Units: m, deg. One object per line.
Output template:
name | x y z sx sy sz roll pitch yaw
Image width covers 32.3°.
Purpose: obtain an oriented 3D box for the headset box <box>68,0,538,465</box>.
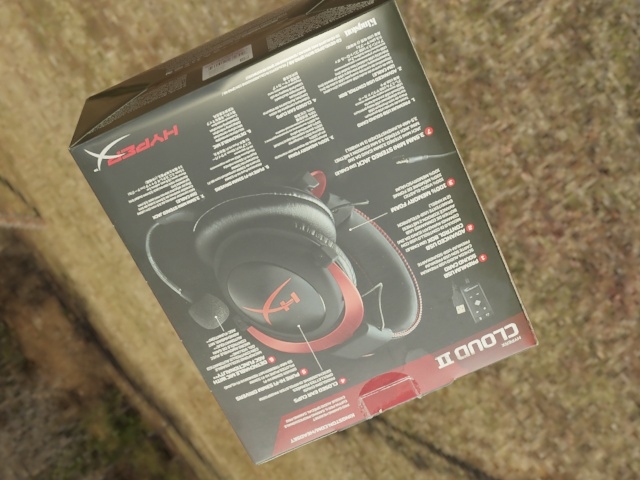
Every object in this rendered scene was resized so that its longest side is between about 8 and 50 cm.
headset box | 0.000 0.000 0.751 0.110 0.218 0.293 -102 -14 -65
